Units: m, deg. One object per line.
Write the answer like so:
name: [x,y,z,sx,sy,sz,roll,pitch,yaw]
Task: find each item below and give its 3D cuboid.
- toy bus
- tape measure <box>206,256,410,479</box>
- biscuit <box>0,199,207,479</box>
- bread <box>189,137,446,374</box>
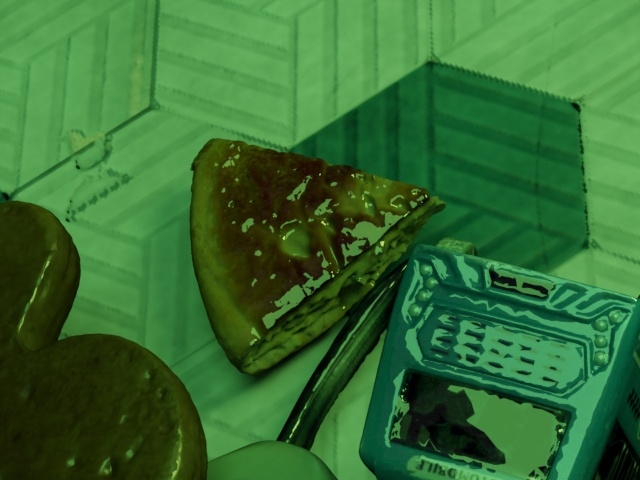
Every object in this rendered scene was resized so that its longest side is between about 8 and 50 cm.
toy bus: [0.104,0.092,0.923,0.113,0.246,0.134,14,75,20]
tape measure: [-0.014,0.148,0.968,0.351,0.098,0.215,-45,20,-17]
biscuit: [-0.228,0.104,1.057,0.432,0.064,0.283,10,62,36]
bread: [-0.019,0.016,1.108,0.154,0.054,0.136,10,61,25]
